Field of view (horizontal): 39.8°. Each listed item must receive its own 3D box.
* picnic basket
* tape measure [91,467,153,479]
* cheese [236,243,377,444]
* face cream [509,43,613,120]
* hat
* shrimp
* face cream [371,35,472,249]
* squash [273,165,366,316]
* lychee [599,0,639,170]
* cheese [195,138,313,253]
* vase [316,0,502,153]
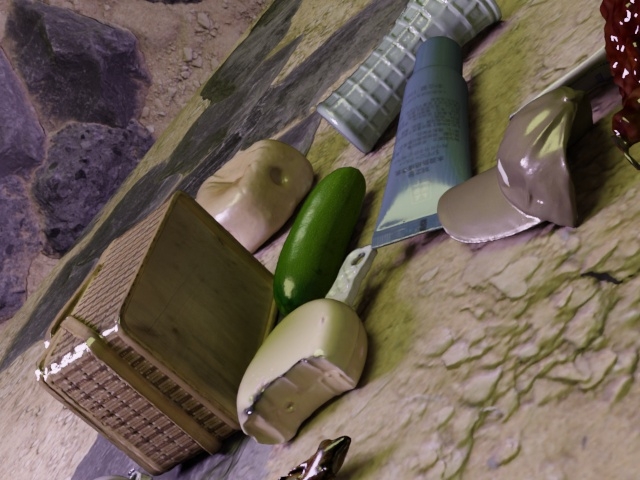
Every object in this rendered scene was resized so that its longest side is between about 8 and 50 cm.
[{"bbox_3d":[-0.203,0.121,1.151,0.175,0.228,0.313,-34,24,26],"label":"picnic basket"},{"bbox_3d":[-0.279,0.371,0.996,0.236,0.120,0.197,-44,15,21],"label":"tape measure"},{"bbox_3d":[-0.011,0.112,1.019,0.163,0.071,0.249,-33,25,32],"label":"cheese"},{"bbox_3d":[0.306,-0.192,0.957,0.224,0.070,0.114,-41,-17,18],"label":"face cream"},{"bbox_3d":[0.192,-0.086,0.918,0.173,0.144,0.166,-3,39,25],"label":"hat"},{"bbox_3d":[-0.033,0.273,0.816,0.195,0.035,0.148,-46,17,21],"label":"shrimp"},{"bbox_3d":[0.146,-0.139,1.155,0.135,0.086,0.385,-17,38,26],"label":"face cream"},{"bbox_3d":[-0.002,0.001,1.184,0.082,0.082,0.292,-30,25,37],"label":"squash"},{"bbox_3d":[0.310,-0.135,0.583,0.300,0.264,0.264,-27,16,-17],"label":"lychee"},{"bbox_3d":[-0.116,-0.078,1.499,0.218,0.117,0.235,-45,24,-1],"label":"cheese"},{"bbox_3d":[0.128,-0.281,1.374,0.299,0.143,0.143,-48,21,4],"label":"vase"}]
